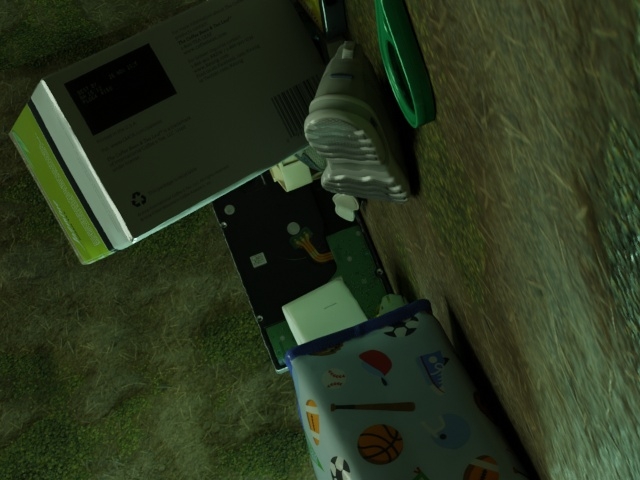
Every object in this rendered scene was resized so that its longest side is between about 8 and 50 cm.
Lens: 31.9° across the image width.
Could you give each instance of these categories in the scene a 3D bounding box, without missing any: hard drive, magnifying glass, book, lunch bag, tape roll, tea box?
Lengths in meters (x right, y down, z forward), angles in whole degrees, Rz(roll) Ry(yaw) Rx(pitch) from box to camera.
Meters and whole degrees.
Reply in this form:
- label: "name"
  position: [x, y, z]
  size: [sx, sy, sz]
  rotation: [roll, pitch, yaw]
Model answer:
- label: "hard drive"
  position: [-0.027, 0.032, 1.930]
  size: [0.064, 0.237, 0.338]
  rotation: [83, 164, -77]
- label: "magnifying glass"
  position: [0.065, -0.202, 0.998]
  size: [0.092, 0.026, 0.231]
  rotation: [-115, 4, -51]
- label: "book"
  position: [0.028, -0.201, 1.439]
  size: [0.096, 0.035, 0.144]
  rotation: [-115, 6, -62]
- label: "lunch bag"
  position: [0.125, 0.321, 1.406]
  size: [0.385, 0.239, 0.327]
  rotation: [84, 164, -49]
- label: "tape roll"
  position: [0.047, 0.203, 1.719]
  size: [0.286, 0.100, 0.286]
  rotation: [62, 175, 10]
- label: "tea box"
  position: [-0.193, -0.148, 1.456]
  size: [0.220, 0.329, 0.323]
  rotation: [62, 159, -6]

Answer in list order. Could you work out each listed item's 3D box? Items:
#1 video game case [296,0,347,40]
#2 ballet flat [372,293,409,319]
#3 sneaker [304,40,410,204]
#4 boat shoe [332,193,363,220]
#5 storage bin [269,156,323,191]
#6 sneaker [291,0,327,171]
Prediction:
- label: "video game case"
  position: [-0.058, -0.399, 1.278]
  size: [0.274, 0.035, 0.248]
  rotation: [57, 171, 25]
- label: "ballet flat"
  position: [0.112, 0.122, 1.749]
  size: [0.231, 0.077, 0.077]
  rotation: [113, 163, -86]
- label: "sneaker"
  position: [0.056, -0.120, 1.245]
  size: [0.281, 0.105, 0.115]
  rotation: [68, -146, -72]
- label: "boat shoe"
  position: [0.049, -0.067, 1.812]
  size: [0.046, 0.038, 0.125]
  rotation: [24, 166, 10]
- label: "storage bin"
  position: [-0.071, -0.259, 1.841]
  size: [0.262, 0.123, 0.260]
  rotation: [76, 171, -59]
- label: "sneaker"
  position: [-0.020, -0.200, 1.560]
  size: [0.122, 0.110, 0.283]
  rotation: [-122, 10, -52]
